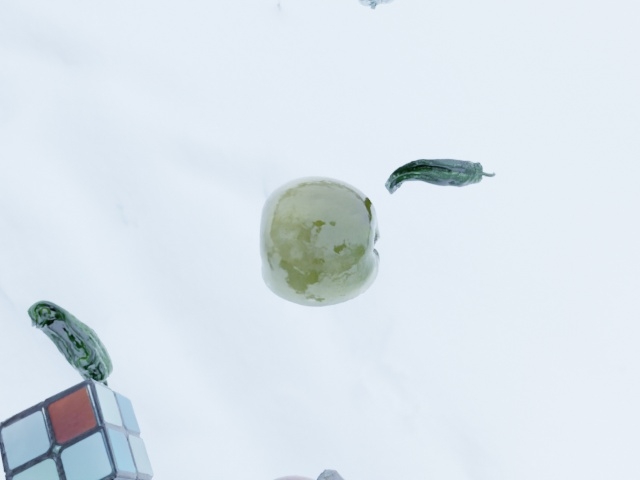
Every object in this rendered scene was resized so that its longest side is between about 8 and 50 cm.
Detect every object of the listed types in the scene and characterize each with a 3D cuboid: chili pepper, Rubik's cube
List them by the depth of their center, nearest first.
[{"bbox_3d":[-0.421,0.372,0.997,0.180,0.167,0.184,-24,65,-4],"label":"Rubik's cube"},{"bbox_3d":[-0.548,0.235,1.279,0.100,0.074,0.257,-40,103,-18],"label":"chili pepper"},{"bbox_3d":[0.296,-0.153,1.359,0.278,0.122,0.065,-3,79,-1],"label":"chili pepper"}]

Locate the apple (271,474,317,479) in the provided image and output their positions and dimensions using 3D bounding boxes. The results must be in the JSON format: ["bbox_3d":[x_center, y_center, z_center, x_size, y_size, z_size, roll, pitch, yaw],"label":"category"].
[{"bbox_3d":[-0.044,0.492,0.938,0.162,0.201,0.201,-2,55,16],"label":"apple"}]

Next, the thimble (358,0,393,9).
[{"bbox_3d":[0.034,-0.401,0.627,0.254,0.167,0.288,19,38,-49],"label":"thimble"}]

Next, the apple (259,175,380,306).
[{"bbox_3d":[-0.002,-0.020,1.263,0.257,0.234,0.295,-3,31,10],"label":"apple"}]

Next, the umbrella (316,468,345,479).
[{"bbox_3d":[-0.045,0.645,1.221,0.073,0.067,0.337,38,54,1],"label":"umbrella"}]
